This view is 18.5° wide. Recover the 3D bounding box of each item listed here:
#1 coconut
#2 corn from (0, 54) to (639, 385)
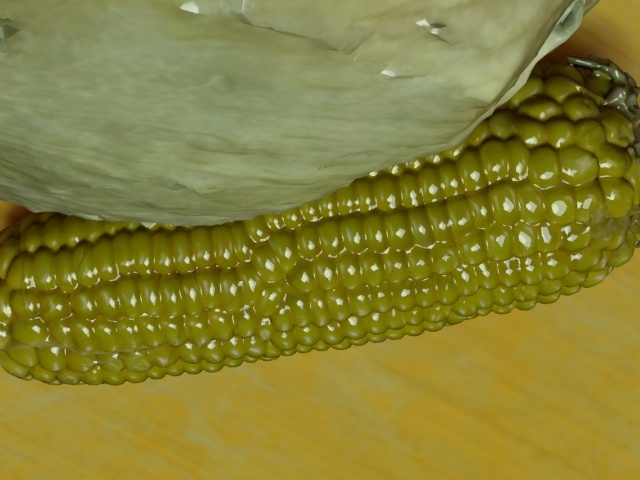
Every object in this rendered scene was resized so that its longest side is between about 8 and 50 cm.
[{"bbox_3d":[-0.075,-0.174,0.564,0.404,0.404,0.404,-3,118,-6],"label":"coconut"},{"bbox_3d":[0.000,0.000,0.862,0.305,0.106,0.106,-15,119,2],"label":"corn"}]
